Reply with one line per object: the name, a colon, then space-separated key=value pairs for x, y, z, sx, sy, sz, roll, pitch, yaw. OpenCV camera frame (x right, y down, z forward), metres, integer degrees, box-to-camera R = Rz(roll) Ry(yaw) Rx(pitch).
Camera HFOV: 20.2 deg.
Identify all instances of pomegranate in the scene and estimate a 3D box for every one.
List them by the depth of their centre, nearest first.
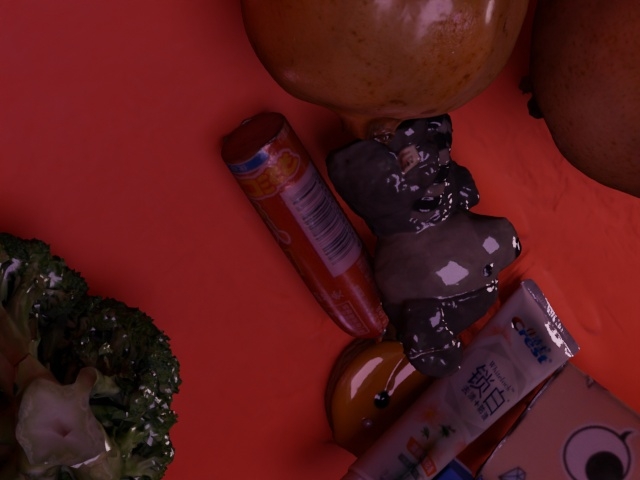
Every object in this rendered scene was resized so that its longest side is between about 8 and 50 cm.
pomegranate: x=0.058 y=-0.215 z=1.541 sx=0.264 sy=0.264 sz=0.264 roll=-9 pitch=114 yaw=-20
pomegranate: x=0.331 y=-0.174 z=1.676 sx=0.319 sy=0.319 sz=0.319 roll=-9 pitch=114 yaw=-20

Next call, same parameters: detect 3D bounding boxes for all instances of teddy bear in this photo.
teddy bear: x=0.107 y=-0.015 z=1.706 sx=0.144 sy=0.171 sz=0.251 roll=-21 pitch=109 yaw=7

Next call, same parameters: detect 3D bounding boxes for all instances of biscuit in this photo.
biscuit: x=0.090 y=0.154 z=1.831 sx=0.170 sy=0.050 sz=0.170 roll=-9 pitch=114 yaw=-21

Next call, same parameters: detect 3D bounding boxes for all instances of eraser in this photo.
eraser: x=0.320 y=0.275 z=1.868 sx=0.290 sy=0.087 sz=0.171 roll=38 pitch=96 yaw=8

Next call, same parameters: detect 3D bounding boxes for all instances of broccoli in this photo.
broccoli: x=-0.261 y=0.144 z=1.562 sx=0.308 sy=0.275 sz=0.308 roll=3 pitch=82 yaw=-19

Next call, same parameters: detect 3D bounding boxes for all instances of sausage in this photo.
sausage: x=0.000 y=0.000 z=1.716 sx=0.074 sy=0.074 sz=0.274 roll=-37 pitch=121 yaw=-5

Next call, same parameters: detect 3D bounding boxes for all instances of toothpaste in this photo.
toothpaste: x=0.129 y=0.175 z=1.798 sx=0.323 sy=0.066 sz=0.100 roll=-42 pitch=106 yaw=-20

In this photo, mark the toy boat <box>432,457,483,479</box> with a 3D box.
toy boat: x=0.076 y=0.353 z=1.875 sx=0.129 sy=0.088 sz=0.295 roll=43 pitch=107 yaw=5
